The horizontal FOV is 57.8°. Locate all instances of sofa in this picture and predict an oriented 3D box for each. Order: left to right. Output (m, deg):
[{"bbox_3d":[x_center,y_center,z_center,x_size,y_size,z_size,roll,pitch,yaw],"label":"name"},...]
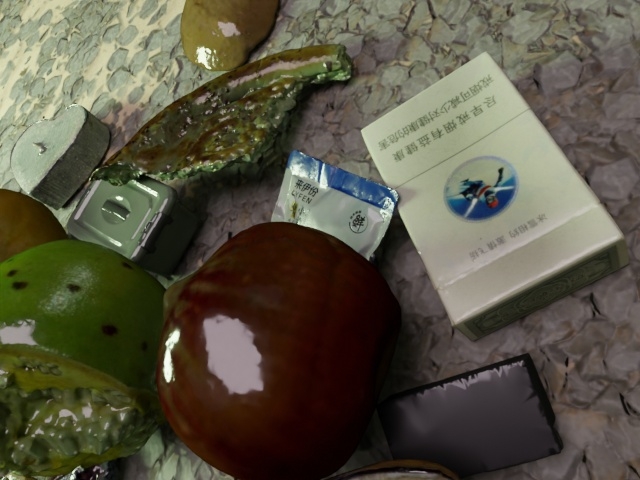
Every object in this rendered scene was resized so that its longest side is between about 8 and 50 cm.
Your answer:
[{"bbox_3d":[0.133,0.165,0.528,0.147,0.060,0.085,-24,76,19],"label":"sofa"}]

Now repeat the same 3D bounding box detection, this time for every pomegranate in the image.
[{"bbox_3d":[-0.241,0.127,0.649,0.340,0.260,0.261,-3,63,-6],"label":"pomegranate"}]

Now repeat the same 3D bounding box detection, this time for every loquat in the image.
[{"bbox_3d":[-0.472,0.035,0.843,0.213,0.213,0.213,-12,63,25],"label":"loquat"}]

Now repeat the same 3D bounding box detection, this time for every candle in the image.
[{"bbox_3d":[-0.451,-0.138,0.986,0.192,0.068,0.169,-11,61,28],"label":"candle"}]

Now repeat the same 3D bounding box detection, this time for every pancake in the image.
[{"bbox_3d":[-0.125,-0.161,0.756,0.376,0.054,0.197,-34,48,-7],"label":"pancake"}]

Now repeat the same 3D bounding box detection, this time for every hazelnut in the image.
[{"bbox_3d":[-0.042,0.100,0.525,0.229,0.229,0.230,-12,63,25],"label":"hazelnut"}]

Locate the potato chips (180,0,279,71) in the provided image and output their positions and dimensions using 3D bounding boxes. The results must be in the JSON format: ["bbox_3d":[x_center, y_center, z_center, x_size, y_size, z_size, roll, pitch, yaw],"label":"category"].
[{"bbox_3d":[-0.160,-0.364,0.924,0.195,0.062,0.208,-6,64,26],"label":"potato chips"}]

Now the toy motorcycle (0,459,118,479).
[{"bbox_3d":[-0.360,0.312,0.721,0.229,0.094,0.130,-37,50,-1],"label":"toy motorcycle"}]

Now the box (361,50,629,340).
[{"bbox_3d":[0.163,-0.051,0.591,0.164,0.069,0.257,-31,56,15],"label":"box"}]

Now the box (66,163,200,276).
[{"bbox_3d":[-0.252,-0.024,0.805,0.172,0.093,0.124,25,82,35],"label":"box"}]

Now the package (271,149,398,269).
[{"bbox_3d":[0.000,0.000,0.659,0.171,0.027,0.173,28,109,41],"label":"package"}]

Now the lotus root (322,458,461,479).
[{"bbox_3d":[0.007,0.285,0.520,0.329,0.078,0.167,-25,92,22],"label":"lotus root"}]
